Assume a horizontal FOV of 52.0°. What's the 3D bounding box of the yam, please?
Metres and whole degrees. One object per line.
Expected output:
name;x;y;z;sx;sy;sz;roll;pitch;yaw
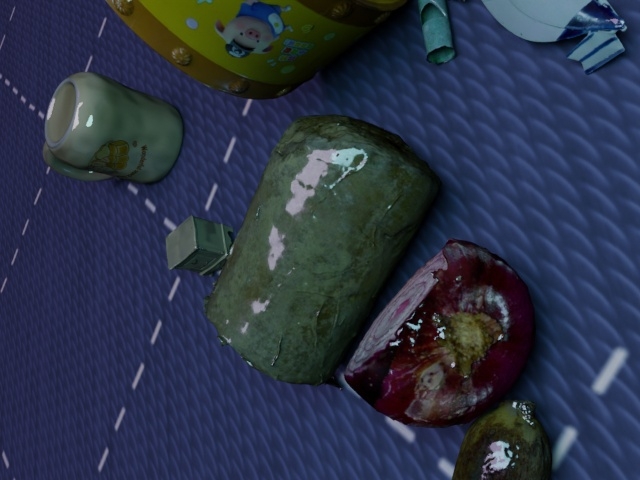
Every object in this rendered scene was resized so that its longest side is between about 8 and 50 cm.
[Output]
yam;0.000;0.000;0.782;0.195;0.195;0.300;40;108;43

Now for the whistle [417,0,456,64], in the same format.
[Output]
whistle;0.141;-0.314;0.839;0.039;0.039;0.186;-21;64;40

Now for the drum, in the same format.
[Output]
drum;-0.088;-0.406;0.828;0.214;0.431;0.431;-30;60;37

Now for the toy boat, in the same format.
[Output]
toy boat;0.240;-0.324;0.701;0.291;0.070;0.210;50;135;41

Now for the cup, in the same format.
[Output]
cup;-0.412;-0.206;1.243;0.255;0.202;0.173;3;82;46

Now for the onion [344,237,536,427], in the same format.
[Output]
onion;0.121;0.101;0.689;0.195;0.140;0.218;-59;3;-9

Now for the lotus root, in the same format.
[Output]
lotus root;0.168;0.236;0.631;0.089;0.080;0.179;20;93;47

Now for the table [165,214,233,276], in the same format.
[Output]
table;-0.189;0.012;1.046;0.079;0.083;0.062;-34;56;35

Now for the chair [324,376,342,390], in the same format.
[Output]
chair;-0.010;0.170;0.858;0.042;0.037;0.086;-44;46;12
